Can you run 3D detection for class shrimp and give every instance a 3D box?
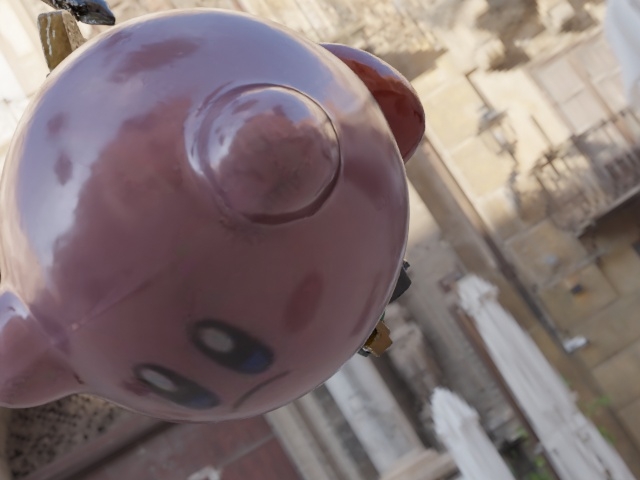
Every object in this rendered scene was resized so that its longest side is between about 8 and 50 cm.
[{"bbox_3d":[-0.307,-0.261,1.277,0.148,0.195,0.035,-6,-55,-58],"label":"shrimp"}]

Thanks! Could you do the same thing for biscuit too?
[{"bbox_3d":[-0.215,-0.099,1.198,0.041,0.238,0.212,-17,-45,6],"label":"biscuit"}]

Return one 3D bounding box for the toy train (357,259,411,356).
[{"bbox_3d":[0.000,0.000,1.002,0.136,0.227,0.091,-43,27,-7],"label":"toy train"}]

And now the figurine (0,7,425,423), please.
[{"bbox_3d":[-0.047,-0.008,0.504,0.173,0.173,0.173,-29,-17,-10],"label":"figurine"}]
